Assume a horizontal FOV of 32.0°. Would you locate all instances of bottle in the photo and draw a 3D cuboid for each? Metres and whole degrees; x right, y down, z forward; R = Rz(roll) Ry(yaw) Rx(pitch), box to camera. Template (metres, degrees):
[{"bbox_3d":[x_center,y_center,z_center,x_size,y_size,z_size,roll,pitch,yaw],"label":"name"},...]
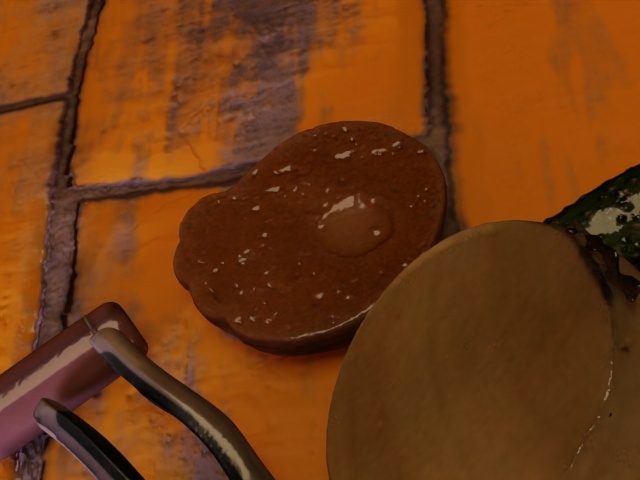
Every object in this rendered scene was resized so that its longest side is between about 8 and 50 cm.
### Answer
[{"bbox_3d":[-0.194,0.102,0.816,0.140,0.053,0.053,-35,54,-10],"label":"bottle"}]

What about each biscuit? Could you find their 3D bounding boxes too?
[{"bbox_3d":[0.000,0.000,0.835,0.208,0.049,0.181,-38,55,-12],"label":"biscuit"}]

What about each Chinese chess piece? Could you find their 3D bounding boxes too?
[{"bbox_3d":[0.108,0.099,0.651,0.238,0.092,0.237,-34,39,34],"label":"Chinese chess piece"}]

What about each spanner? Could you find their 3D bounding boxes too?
[{"bbox_3d":[-0.057,0.176,0.718,0.325,0.040,0.095,34,85,24],"label":"spanner"}]

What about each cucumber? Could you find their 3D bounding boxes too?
[{"bbox_3d":[0.188,0.004,0.773,0.227,0.069,0.069,-29,53,-1],"label":"cucumber"}]
